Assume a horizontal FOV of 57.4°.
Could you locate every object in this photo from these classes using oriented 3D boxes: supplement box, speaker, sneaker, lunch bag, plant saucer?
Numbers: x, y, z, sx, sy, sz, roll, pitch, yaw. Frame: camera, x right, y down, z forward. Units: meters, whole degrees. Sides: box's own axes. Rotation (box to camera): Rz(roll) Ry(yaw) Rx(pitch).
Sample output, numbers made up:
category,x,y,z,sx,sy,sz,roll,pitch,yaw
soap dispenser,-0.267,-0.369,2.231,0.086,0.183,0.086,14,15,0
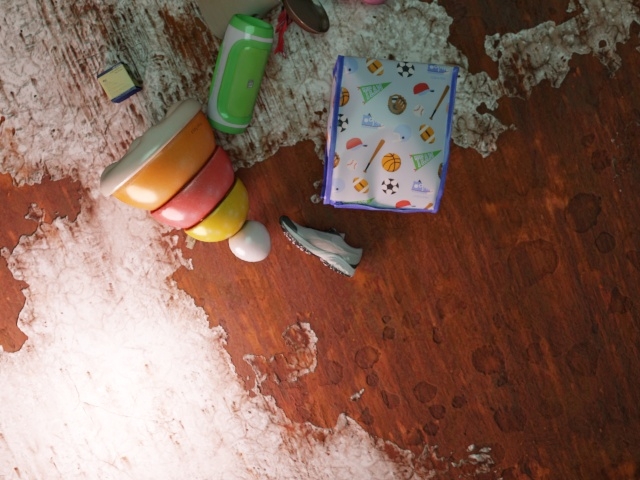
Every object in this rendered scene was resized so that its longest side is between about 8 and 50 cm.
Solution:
category,x,y,z,sx,sy,sz,roll,pitch,yaw
supplement box,-0.567,-0.445,1.650,0.083,0.056,0.083,-29,98,6
speaker,-0.219,-0.444,1.574,0.131,0.131,0.296,20,118,-2
sneaker,0.000,0.000,1.704,0.272,0.100,0.108,32,85,-8
lunch bag,0.175,-0.272,1.579,0.328,0.239,0.385,4,92,-1
plant saucer,-0.045,-0.621,1.572,0.029,0.168,0.168,-33,99,38

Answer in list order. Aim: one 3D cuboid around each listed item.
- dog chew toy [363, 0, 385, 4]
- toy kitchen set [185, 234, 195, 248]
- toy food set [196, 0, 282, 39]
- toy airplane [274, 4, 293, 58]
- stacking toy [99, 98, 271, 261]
category,x,y,z,sx,sy,sz,roll,pitch,yaw
dog chew toy,0.058,-0.730,1.525,0.332,0.206,0.206,23,99,-10
toy kitchen set,-0.348,-0.006,1.714,0.075,0.068,0.083,23,100,-3
toy food set,-0.248,-0.724,1.557,0.220,0.092,0.306,-18,102,37
toy airplane,-0.103,-0.572,1.594,0.028,0.151,0.151,15,100,13
stacking toy,-0.317,-0.109,1.601,0.351,0.350,0.480,-41,109,7
